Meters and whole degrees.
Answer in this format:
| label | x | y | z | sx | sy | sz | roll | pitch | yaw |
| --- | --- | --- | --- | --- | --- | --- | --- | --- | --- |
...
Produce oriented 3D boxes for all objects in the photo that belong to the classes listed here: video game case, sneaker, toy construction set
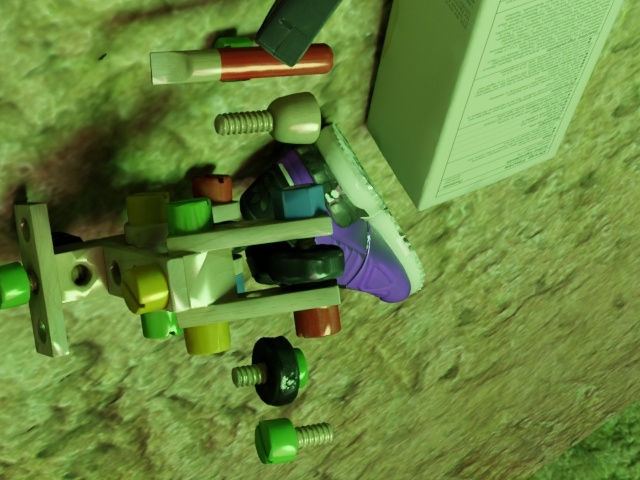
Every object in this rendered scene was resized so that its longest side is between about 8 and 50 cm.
| label | x | y | z | sx | sy | sz | roll | pitch | yaw |
| --- | --- | --- | --- | --- | --- | --- | --- | --- | --- |
| video game case | 0.066 | -0.253 | 0.837 | 0.248 | 0.035 | 0.275 | -50 | -170 | 29 |
| sneaker | 0.000 | -0.001 | 1.308 | 0.146 | 0.102 | 0.293 | -31 | 149 | 2 |
| toy construction set | -0.125 | -0.011 | 1.040 | 0.237 | 0.257 | 0.309 | -6 | 123 | -25 |

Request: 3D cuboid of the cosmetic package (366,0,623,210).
| label | x | y | z | sx | sy | sz | roll | pitch | yaw |
| --- | --- | --- | --- | --- | --- | --- | --- | --- | --- |
| cosmetic package | 0.148 | -0.171 | 1.142 | 0.160 | 0.113 | 0.309 | -22 | 155 | -19 |
